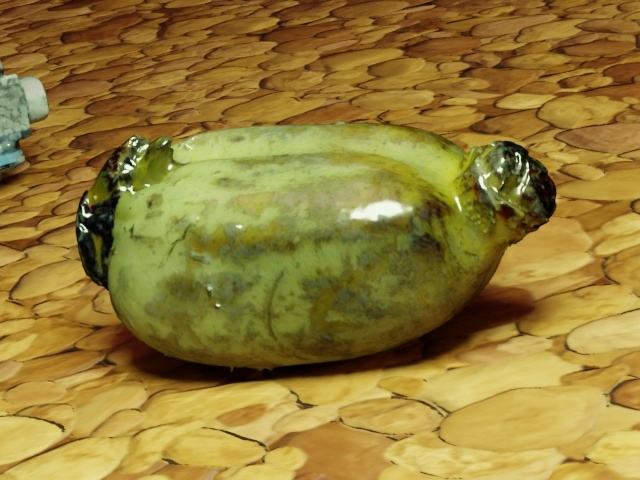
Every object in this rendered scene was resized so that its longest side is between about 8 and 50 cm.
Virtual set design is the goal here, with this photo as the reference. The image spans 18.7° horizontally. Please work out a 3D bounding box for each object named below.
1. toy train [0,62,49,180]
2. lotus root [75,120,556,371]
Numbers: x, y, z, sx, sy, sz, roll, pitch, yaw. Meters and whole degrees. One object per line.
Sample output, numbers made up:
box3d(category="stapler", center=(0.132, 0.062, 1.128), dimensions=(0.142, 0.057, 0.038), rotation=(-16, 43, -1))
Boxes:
box3d(category="toy train", center=(-0.412, -0.094, 1.828), dimensions=(0.299, 0.131, 0.202), rotation=(-16, 11, -20))
box3d(category="lotus root", center=(0.000, 0.000, 1.249), dimensions=(0.309, 0.173, 0.173), rotation=(-3, 18, 21))
